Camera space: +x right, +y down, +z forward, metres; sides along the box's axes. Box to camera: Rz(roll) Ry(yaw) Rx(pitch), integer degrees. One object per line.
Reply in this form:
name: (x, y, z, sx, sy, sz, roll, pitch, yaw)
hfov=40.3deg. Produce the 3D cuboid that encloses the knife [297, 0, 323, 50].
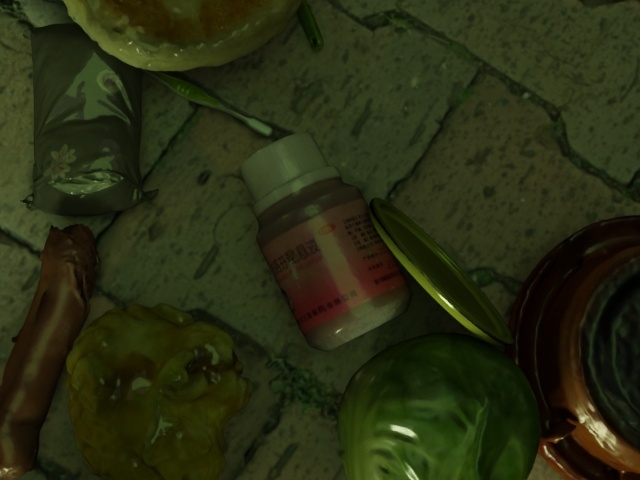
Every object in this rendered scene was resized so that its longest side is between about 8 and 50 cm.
knife: (-0.036, -0.337, 1.171, 0.026, 0.022, 0.184, -17, 79, -35)

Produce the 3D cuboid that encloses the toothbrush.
toothbrush: (-0.177, -0.198, 1.124, 0.263, 0.026, 0.022, 28, 85, -1)

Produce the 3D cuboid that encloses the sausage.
sausage: (-0.325, 0.124, 1.022, 0.078, 0.078, 0.304, 16, 77, -3)

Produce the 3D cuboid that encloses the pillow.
pillow: (-0.292, -0.156, 1.079, 0.169, 0.059, 0.255, -4, 83, -1)

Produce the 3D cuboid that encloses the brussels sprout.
brussels sprout: (0.132, 0.224, 0.988, 0.244, 0.244, 0.244, 1, 79, -6)

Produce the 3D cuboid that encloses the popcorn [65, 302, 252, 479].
popcorn: (-0.175, 0.181, 0.988, 0.203, 0.200, 0.226, -17, 47, -36)

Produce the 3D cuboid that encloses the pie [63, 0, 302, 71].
pie: (-0.173, -0.355, 1.101, 0.339, 0.077, 0.339, 5, 64, -11)

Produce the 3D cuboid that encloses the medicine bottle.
medicine bottle: (0.000, 0.000, 1.048, 0.147, 0.147, 0.247, -27, 83, -11)

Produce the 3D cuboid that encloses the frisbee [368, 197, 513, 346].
frisbee: (0.139, 0.037, 1.020, 0.236, 0.236, 0.017, 46, 102, 3)

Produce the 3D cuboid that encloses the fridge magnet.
fridge magnet: (0.405, 0.145, 1.057, 0.364, 0.155, 0.363, 1, 80, -6)

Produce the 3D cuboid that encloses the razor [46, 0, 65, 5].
razor: (-0.326, -0.316, 1.118, 0.232, 0.068, 0.106, 10, 79, -9)
